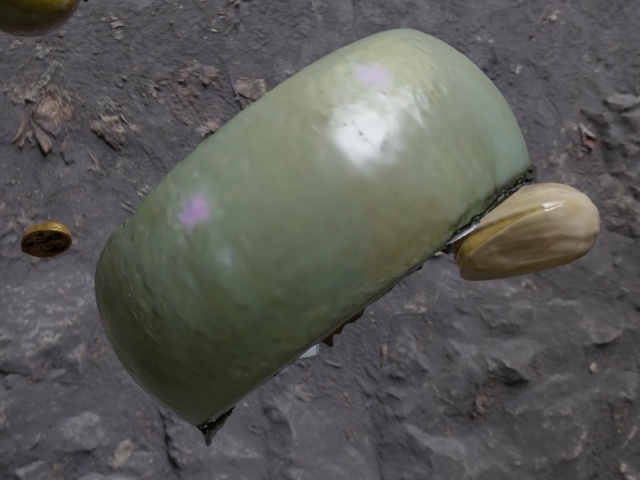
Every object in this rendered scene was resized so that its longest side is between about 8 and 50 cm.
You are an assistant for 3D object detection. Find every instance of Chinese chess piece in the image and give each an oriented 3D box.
[{"bbox_3d":[0.000,0.000,0.516,0.349,0.349,0.146,-38,83,-8],"label":"Chinese chess piece"}]

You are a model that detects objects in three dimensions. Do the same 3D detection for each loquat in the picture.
[{"bbox_3d":[-0.543,-0.493,1.232,0.246,0.213,0.214,-13,113,-47],"label":"loquat"}]

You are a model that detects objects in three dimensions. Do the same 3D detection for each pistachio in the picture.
[{"bbox_3d":[0.266,-0.016,0.863,0.200,0.117,0.145,-10,151,-2],"label":"pistachio"}]

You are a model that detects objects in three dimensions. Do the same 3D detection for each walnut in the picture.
[{"bbox_3d":[-0.623,-0.009,1.484,0.121,0.052,0.091,-17,139,7],"label":"walnut"}]

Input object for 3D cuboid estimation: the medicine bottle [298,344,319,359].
[{"bbox_3d":[-0.075,0.040,0.895,0.144,0.144,0.252,-5,87,-22],"label":"medicine bottle"}]
